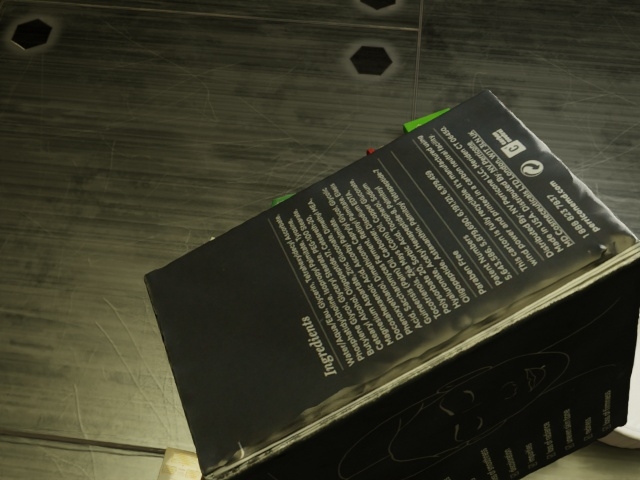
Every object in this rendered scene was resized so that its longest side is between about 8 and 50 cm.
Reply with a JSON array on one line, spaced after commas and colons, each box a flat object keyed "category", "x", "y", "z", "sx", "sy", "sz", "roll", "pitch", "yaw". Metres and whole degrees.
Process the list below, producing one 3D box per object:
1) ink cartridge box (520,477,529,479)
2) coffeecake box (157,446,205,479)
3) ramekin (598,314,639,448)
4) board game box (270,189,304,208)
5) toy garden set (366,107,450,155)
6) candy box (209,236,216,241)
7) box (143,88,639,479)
[{"category": "ink cartridge box", "x": 0.242, "y": 0.415, "z": 1.028, "sx": 0.213, "sy": 0.093, "sz": 0.154, "roll": 24, "pitch": 62, "yaw": 38}, {"category": "coffeecake box", "x": -0.213, "y": 0.424, "z": 1.038, "sx": 0.068, "sy": 0.142, "sz": 0.185, "roll": 10, "pitch": 63, "yaw": 7}, {"category": "ramekin", "x": 0.516, "y": 0.209, "z": 1.142, "sx": 0.278, "sy": 0.135, "sz": 0.277, "roll": -1, "pitch": 62, "yaw": 1}, {"category": "board game box", "x": 0.000, "y": 0.000, "z": 1.187, "sx": 0.046, "sy": 0.317, "sz": 0.213, "roll": 32, "pitch": 62, "yaw": -33}, {"category": "toy garden set", "x": 0.226, "y": -0.131, "z": 1.379, "sx": 0.204, "sy": 0.049, "sz": 0.244, "roll": -21, "pitch": 65, "yaw": -12}, {"category": "candy box", "x": -0.191, "y": 0.097, "z": 1.275, "sx": 0.105, "sy": 0.027, "sz": 0.205, "roll": 15, "pitch": 63, "yaw": 11}, {"category": "box", "x": 0.116, "y": 0.152, "z": 0.898, "sx": 0.472, "sy": 0.479, "sz": 0.297, "roll": -29, "pitch": 51, "yaw": -1}]
